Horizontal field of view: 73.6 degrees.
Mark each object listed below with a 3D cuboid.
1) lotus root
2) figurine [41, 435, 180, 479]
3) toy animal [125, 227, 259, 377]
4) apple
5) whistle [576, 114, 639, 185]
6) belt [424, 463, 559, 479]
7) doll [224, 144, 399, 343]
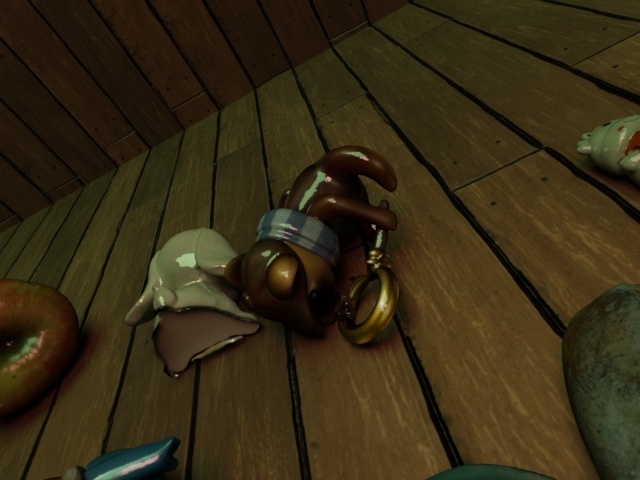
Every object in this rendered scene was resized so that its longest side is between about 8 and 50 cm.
[{"bbox_3d":[0.313,0.178,0.360,0.158,0.140,0.322,-15,42,22],"label":"lotus root"},{"bbox_3d":[-0.288,0.359,0.428,0.243,0.416,0.297,5,85,25],"label":"figurine"},{"bbox_3d":[-0.260,0.101,0.842,0.249,0.174,0.289,-40,38,-12],"label":"toy animal"},{"bbox_3d":[-0.707,0.230,0.944,0.309,0.277,0.250,-39,17,-35],"label":"apple"},{"bbox_3d":[0.492,-0.125,0.619,0.101,0.106,0.253,-48,35,6],"label":"whistle"},{"bbox_3d":[0.162,0.349,0.197,0.300,0.173,0.436,-39,36,21],"label":"belt"},{"bbox_3d":[0.003,0.002,0.743,0.318,0.209,0.339,-5,46,42],"label":"doll"}]
